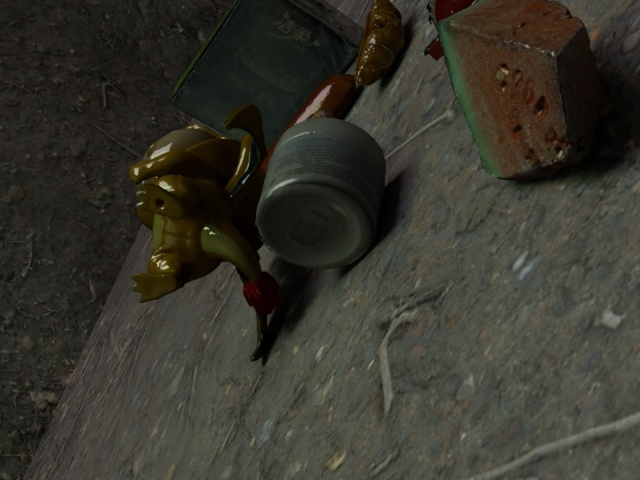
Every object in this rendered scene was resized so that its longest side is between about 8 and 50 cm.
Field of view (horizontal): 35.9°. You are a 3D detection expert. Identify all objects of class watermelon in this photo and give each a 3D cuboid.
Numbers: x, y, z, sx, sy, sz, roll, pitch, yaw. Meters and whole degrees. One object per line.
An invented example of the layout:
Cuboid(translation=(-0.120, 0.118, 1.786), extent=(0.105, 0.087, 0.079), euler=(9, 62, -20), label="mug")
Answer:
Cuboid(translation=(0.228, -0.161, 1.009), extent=(0.140, 0.193, 0.256), euler=(-27, 12, -2), label="watermelon")

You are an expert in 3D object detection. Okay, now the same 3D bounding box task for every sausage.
Cuboid(translation=(-0.030, -0.219, 2.002), extent=(0.300, 0.083, 0.089), euler=(-53, 4, 15), label="sausage")

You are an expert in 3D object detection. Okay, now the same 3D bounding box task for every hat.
Cuboid(translation=(0.240, -0.352, 1.437), extent=(0.227, 0.129, 0.140), euler=(-51, -14, -52), label="hat")

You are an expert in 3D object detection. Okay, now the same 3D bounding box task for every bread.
Cuboid(translation=(0.118, -0.377, 1.862), extent=(0.105, 0.076, 0.233), euler=(122, 163, -52), label="bread")

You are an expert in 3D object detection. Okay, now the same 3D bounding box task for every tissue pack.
Cuboid(translation=(-0.123, -0.400, 2.253), extent=(0.394, 0.288, 0.124), euler=(-47, 22, 35), label="tissue pack")

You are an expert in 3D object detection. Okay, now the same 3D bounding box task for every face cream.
Cuboid(translation=(0.003, -0.067, 1.442), extent=(0.177, 0.177, 0.153), euler=(-45, 21, 39), label="face cream")

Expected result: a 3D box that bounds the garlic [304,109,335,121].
Cuboid(translation=(-0.021, -0.160, 1.855), extent=(0.174, 0.099, 0.124), euler=(-57, 1, 8), label="garlic")

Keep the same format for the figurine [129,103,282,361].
Cuboid(translation=(-0.176, -0.022, 1.637), extent=(0.268, 0.401, 0.387), euler=(-9, 16, 10), label="figurine")
